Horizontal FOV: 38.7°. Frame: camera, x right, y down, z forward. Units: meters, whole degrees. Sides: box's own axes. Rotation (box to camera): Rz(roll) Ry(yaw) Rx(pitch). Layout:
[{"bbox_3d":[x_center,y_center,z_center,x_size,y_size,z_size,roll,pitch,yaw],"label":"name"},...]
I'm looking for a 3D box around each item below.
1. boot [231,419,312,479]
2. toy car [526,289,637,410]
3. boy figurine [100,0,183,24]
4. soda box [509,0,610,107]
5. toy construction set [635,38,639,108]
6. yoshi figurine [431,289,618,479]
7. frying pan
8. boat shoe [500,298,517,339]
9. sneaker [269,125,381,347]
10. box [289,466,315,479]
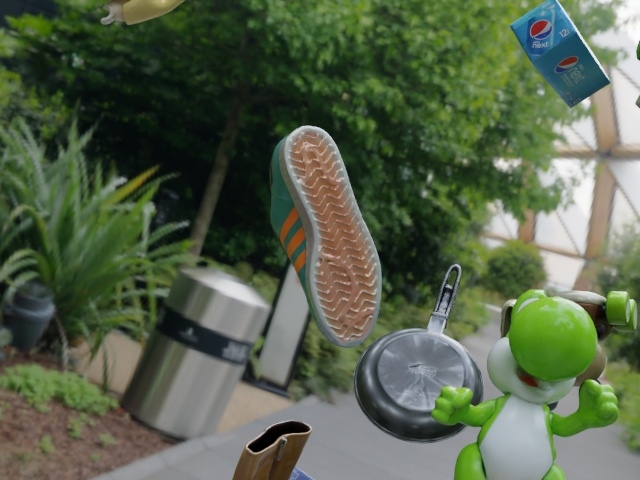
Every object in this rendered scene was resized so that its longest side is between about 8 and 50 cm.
[{"bbox_3d":[-0.123,0.395,1.222,0.096,0.280,0.264,34,25,27],"label":"boot"},{"bbox_3d":[0.406,0.178,1.431,0.155,0.188,0.149,0,-13,27],"label":"toy car"},{"bbox_3d":[-0.201,-0.329,1.013,0.285,0.177,0.092,-1,6,-16],"label":"boy figurine"},{"bbox_3d":[0.343,-0.261,1.289,0.210,0.071,0.067,19,43,-59],"label":"soda box"},{"bbox_3d":[0.426,-0.145,0.793,0.237,0.257,0.309,18,-35,-15],"label":"toy construction set"},{"bbox_3d":[0.265,0.220,1.165,0.203,0.362,0.203,30,-25,-33],"label":"yoshi figurine"},{"bbox_3d":[0.190,0.171,1.395,0.197,0.326,0.053,34,-31,24],"label":"frying pan"},{"bbox_3d":[0.333,0.179,1.566,0.056,0.153,0.048,1,7,21],"label":"boat shoe"},{"bbox_3d":[0.000,0.000,1.257,0.108,0.302,0.121,-11,-5,-22],"label":"sneaker"},{"bbox_3d":[-0.056,0.477,1.615,0.225,0.136,0.036,34,-21,7],"label":"box"}]
